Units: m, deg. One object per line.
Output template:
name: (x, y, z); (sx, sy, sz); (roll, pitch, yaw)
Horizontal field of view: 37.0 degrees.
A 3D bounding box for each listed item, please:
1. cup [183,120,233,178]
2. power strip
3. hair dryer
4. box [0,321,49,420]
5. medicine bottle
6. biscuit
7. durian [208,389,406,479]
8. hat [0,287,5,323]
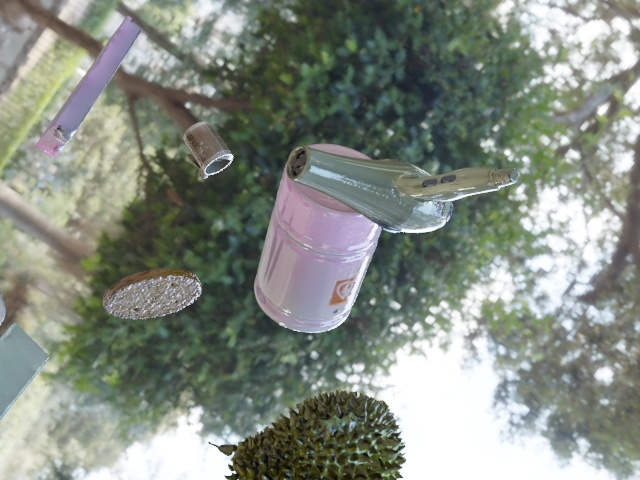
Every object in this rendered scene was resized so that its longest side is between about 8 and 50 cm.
cup: (-0.248, -0.198, 2.090); (0.074, 0.099, 0.102); (-29, 165, -17)
power strip: (-0.382, -0.256, 1.588); (0.109, 0.037, 0.279); (-27, -147, 54)
hair dryer: (0.101, -0.094, 1.427); (0.298, 0.296, 0.119); (149, -51, -70)
box: (-0.507, 0.229, 1.420); (0.129, 0.086, 0.225); (-39, -169, 13)
medicine bottle: (0.000, 0.000, 1.776); (0.202, 0.202, 0.316); (-73, -179, -47)
biscuit: (-0.318, 0.100, 1.808); (0.188, 0.188, 0.027); (-41, -124, 42)
durian: (0.004, 0.228, 1.026); (0.095, 0.220, 0.137); (100, -32, -44)
hat: (-0.874, 0.108, 2.302); (0.232, 0.275, 0.161); (-38, -164, -35)
